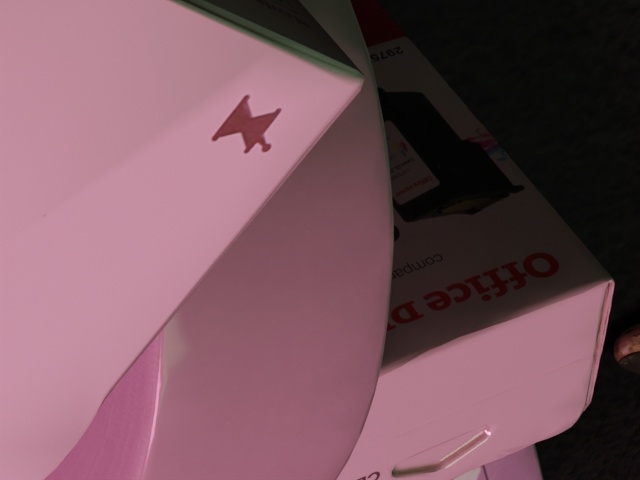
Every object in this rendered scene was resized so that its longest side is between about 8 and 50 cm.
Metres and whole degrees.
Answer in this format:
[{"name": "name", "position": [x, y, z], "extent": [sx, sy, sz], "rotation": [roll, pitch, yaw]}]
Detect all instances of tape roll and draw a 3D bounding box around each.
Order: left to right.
[{"name": "tape roll", "position": [-0.070, -0.015, 0.566], "extent": [0.072, 0.219, 0.219], "rotation": [-10, 136, -32]}]

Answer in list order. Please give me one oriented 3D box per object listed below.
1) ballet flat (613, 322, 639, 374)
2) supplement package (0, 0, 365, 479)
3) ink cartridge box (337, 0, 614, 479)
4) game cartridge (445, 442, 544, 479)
[{"name": "ballet flat", "position": [0.226, 0.036, 1.029], "extent": [0.173, 0.049, 0.057], "rotation": [-13, 166, -22]}, {"name": "supplement package", "position": [-0.172, -0.063, 0.390], "extent": [0.199, 0.263, 0.198], "rotation": [-50, 142, 16]}, {"name": "ink cartridge box", "position": [0.000, 0.000, 0.677], "extent": [0.127, 0.175, 0.072], "rotation": [-21, 141, -21]}, {"name": "game cartridge", "position": [0.025, 0.125, 0.817], "extent": [0.062, 0.198, 0.297], "rotation": [-25, 142, -16]}]
